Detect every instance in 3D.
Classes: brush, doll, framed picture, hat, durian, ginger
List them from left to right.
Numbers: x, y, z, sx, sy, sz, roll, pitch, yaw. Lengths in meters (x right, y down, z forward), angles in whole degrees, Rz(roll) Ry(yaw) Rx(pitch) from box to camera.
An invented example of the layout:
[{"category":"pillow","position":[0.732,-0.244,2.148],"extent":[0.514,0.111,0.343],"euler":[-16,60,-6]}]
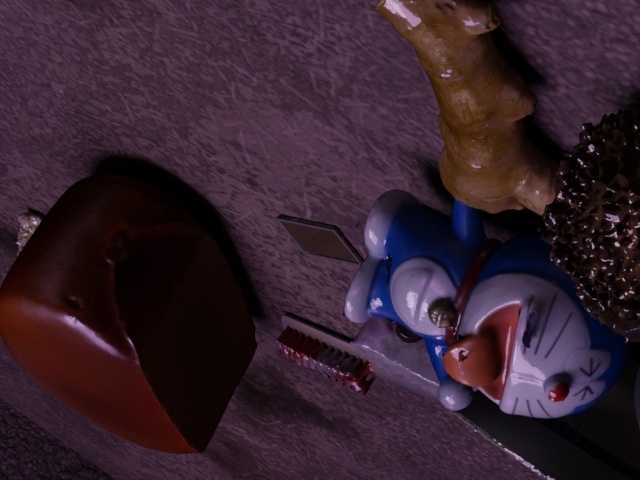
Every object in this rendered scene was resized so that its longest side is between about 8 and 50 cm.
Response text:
[{"category":"framed picture","position":[0.000,0.000,1.826],"extent":[0.089,0.007,0.066],"euler":[11,150,45]},{"category":"brush","position":[0.082,0.166,2.030],"extent":[0.321,0.050,0.060],"euler":[20,152,30]},{"category":"ginger","position":[0.113,-0.110,1.322],"extent":[0.118,0.065,0.299],"euler":[5,149,28]},{"category":"doll","position":[0.147,0.052,1.496],"extent":[0.256,0.161,0.215],"euler":[19,116,19]},{"category":"hat","position":[0.251,0.160,1.617],"extent":[0.257,0.130,0.257],"euler":[32,-177,-2]},{"category":"durian","position":[0.263,-0.008,1.241],"extent":[0.196,0.167,0.196],"euler":[6,165,2]}]

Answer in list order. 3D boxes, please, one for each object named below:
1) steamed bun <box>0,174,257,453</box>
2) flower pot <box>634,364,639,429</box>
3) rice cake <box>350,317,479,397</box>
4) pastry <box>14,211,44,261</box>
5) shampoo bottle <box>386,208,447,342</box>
[{"category":"steamed bun","position":[-0.241,0.083,2.039],"extent":[0.248,0.235,0.379],"euler":[19,157,22]},{"category":"flower pot","position":[0.350,0.125,1.375],"extent":[0.189,0.157,0.243],"euler":[33,158,5]},{"category":"rice cake","position":[0.211,0.166,1.799],"extent":[0.399,0.070,0.064],"euler":[24,163,21]},{"category":"pastry","position":[-0.314,0.054,2.314],"extent":[0.258,0.089,0.121],"euler":[25,146,13]},{"category":"shampoo bottle","position":[0.095,0.043,1.703],"extent":[0.067,0.068,0.236],"euler":[29,157,12]}]
